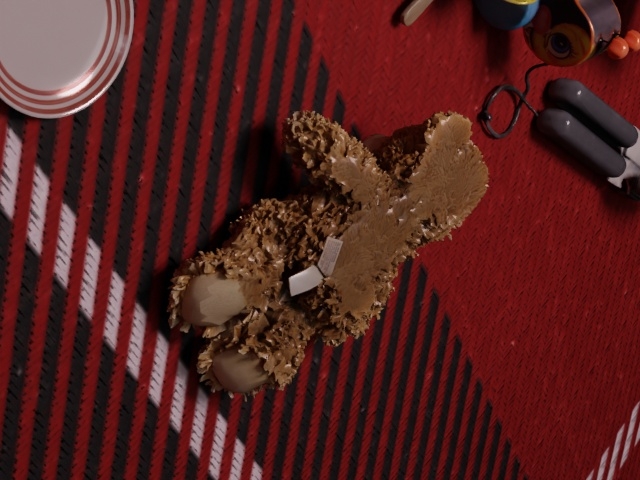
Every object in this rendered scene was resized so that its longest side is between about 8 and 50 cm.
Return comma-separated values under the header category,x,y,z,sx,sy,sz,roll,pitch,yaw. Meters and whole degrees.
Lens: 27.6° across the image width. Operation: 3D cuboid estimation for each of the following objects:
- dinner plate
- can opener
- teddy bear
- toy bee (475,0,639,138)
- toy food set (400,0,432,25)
category,x,y,z,sx,sy,sz,roll,pitch,yaw
dinner plate,-0.198,-0.161,0.965,0.141,0.017,0.141,-20,120,-40
can opener,0.361,-0.107,1.536,0.283,0.095,0.076,25,85,-49
teddy bear,0.000,0.000,1.195,0.338,0.113,0.245,-51,129,-9
toy bee,0.251,-0.246,1.312,0.195,0.162,0.298,-49,135,-26
toy food set,0.077,-0.300,1.201,0.132,0.038,0.192,-47,143,-16
